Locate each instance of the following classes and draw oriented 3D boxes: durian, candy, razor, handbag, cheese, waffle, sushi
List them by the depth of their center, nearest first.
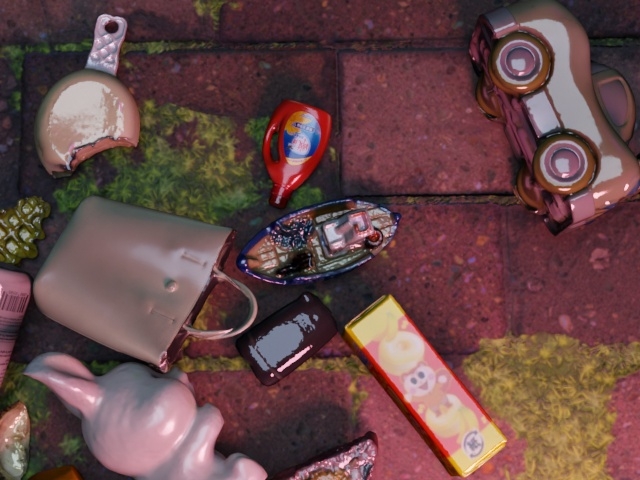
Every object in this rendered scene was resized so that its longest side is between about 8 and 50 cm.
[{"bbox_3d":[-0.242,0.058,1.879,0.315,0.109,0.241,16,65,22],"label":"handbag"},{"bbox_3d":[-0.016,0.378,1.882,0.161,0.107,0.241,15,86,0],"label":"sushi"},{"bbox_3d":[0.147,0.214,1.897,0.088,0.146,0.276,-37,84,-6],"label":"candy"},{"bbox_3d":[-0.465,0.300,1.920,0.066,0.052,0.130,2,80,-3],"label":"durian"},{"bbox_3d":[-0.048,0.146,1.950,0.148,0.054,0.090,-36,86,-6],"label":"razor"},{"bbox_3d":[-0.512,-0.038,1.977,0.194,0.051,0.149,12,82,2],"label":"waffle"},{"bbox_3d":[-0.366,-0.225,2.000,0.163,0.071,0.249,-8,81,-3],"label":"cheese"}]

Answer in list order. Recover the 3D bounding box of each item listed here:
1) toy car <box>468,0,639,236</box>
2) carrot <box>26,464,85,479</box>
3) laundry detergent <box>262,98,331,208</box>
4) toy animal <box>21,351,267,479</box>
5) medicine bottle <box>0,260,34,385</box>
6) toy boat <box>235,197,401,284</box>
[{"bbox_3d":[0.372,-0.196,1.919,0.226,0.242,0.336,-21,82,-2],"label":"toy car"},{"bbox_3d":[-0.463,0.438,1.868,0.301,0.114,0.114,-35,83,-5],"label":"carrot"},{"bbox_3d":[-0.048,-0.130,2.000,0.097,0.049,0.165,19,82,10],"label":"laundry detergent"},{"bbox_3d":[-0.261,0.294,1.845,0.241,0.196,0.368,-39,86,-15],"label":"toy animal"},{"bbox_3d":[-0.530,0.164,1.879,0.157,0.157,0.289,18,89,2],"label":"medicine bottle"},{"bbox_3d":[0.000,0.000,1.944,0.262,0.115,0.114,-19,81,-4],"label":"toy boat"}]
